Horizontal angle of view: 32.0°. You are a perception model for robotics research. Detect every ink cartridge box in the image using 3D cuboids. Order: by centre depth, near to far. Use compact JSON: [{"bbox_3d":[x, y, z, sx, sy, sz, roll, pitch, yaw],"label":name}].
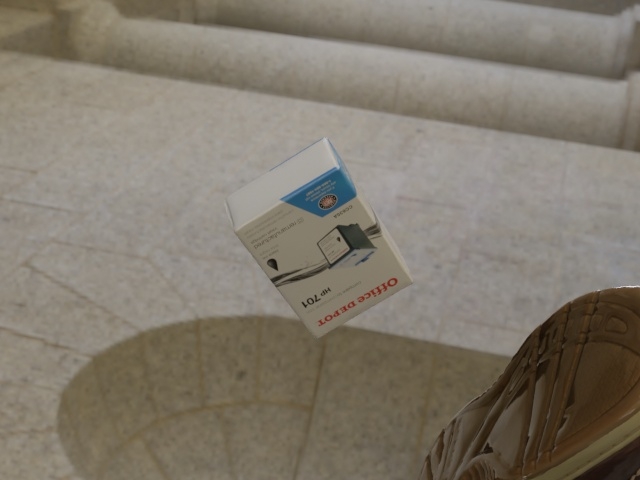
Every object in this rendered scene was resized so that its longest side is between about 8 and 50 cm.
[{"bbox_3d":[0.000,0.000,1.285,0.191,0.139,0.082,55,-173,-32],"label":"ink cartridge box"}]

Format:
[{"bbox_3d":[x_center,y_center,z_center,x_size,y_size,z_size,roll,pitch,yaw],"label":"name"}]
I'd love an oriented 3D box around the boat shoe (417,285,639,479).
[{"bbox_3d":[0.169,0.141,0.720,0.342,0.123,0.123,121,172,-55],"label":"boat shoe"}]
